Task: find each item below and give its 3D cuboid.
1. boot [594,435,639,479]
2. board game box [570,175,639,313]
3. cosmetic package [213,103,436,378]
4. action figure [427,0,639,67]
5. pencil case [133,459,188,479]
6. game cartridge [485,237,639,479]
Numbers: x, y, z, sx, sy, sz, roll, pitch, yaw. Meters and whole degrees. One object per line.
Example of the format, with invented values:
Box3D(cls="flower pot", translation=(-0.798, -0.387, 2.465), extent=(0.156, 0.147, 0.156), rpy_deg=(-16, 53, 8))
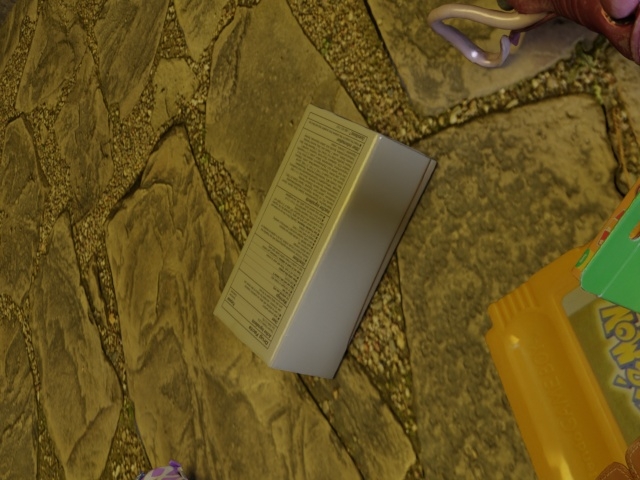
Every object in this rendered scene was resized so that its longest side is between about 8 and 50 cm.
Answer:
Box3D(cls="boot", translation=(0.325, 0.201, 0.557), extent=(0.283, 0.109, 0.220), rpy_deg=(-53, 39, 30))
Box3D(cls="board game box", translation=(0.272, 0.006, 0.547), extent=(0.124, 0.259, 0.039), rpy_deg=(-59, 41, 16))
Box3D(cls="cosmetic package", translation=(0.000, 0.000, 1.045), extent=(0.160, 0.113, 0.309), rpy_deg=(35, 103, 49))
Box3D(cls="action figure", translation=(0.247, -0.248, 0.761), extent=(0.275, 0.248, 0.370), rpy_deg=(-55, 40, 20))
Box3D(cls="pencil case", translation=(-0.176, 0.380, 1.124), extent=(0.206, 0.086, 0.088), rpy_deg=(19, 63, 49))
Box3D(cls="game cartridge", translation=(0.308, 0.106, 0.707), extent=(0.324, 0.053, 0.285), rpy_deg=(-39, 50, 30))
